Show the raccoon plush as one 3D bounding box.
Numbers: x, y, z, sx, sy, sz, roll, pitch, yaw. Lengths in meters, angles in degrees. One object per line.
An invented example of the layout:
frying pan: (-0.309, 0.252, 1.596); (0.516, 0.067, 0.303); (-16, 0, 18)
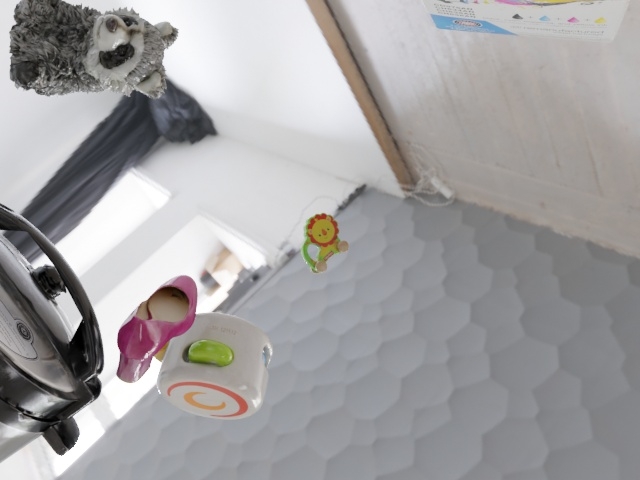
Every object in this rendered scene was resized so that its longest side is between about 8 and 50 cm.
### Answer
raccoon plush: (-0.463, -0.395, 1.371); (0.299, 0.216, 0.446); (9, -172, -14)

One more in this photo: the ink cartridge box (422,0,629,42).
ink cartridge box: (0.165, -0.269, 0.491); (0.171, 0.168, 0.233); (12, -174, 18)

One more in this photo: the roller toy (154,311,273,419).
roller toy: (-0.188, 0.224, 1.161); (0.209, 0.146, 0.191); (-26, 130, 37)

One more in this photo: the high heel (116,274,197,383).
high heel: (-0.232, 0.094, 0.953); (0.082, 0.244, 0.117); (26, 122, 4)

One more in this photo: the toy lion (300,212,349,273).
toy lion: (0.000, 0.000, 1.239); (0.096, 0.100, 0.034); (51, 157, -9)

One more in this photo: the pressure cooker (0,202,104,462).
pressure cooker: (-0.532, 0.147, 0.884); (0.375, 0.420, 0.370); (51, 172, 40)
